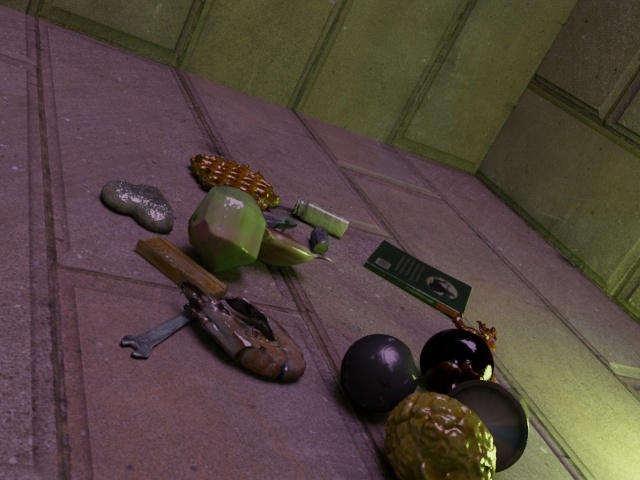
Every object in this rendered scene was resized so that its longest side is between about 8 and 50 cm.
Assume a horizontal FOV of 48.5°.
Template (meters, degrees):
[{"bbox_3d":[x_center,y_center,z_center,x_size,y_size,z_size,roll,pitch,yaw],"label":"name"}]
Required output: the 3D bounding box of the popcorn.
[{"bbox_3d":[0.266,0.438,1.507,0.237,0.205,0.252,28,4,42],"label":"popcorn"}]

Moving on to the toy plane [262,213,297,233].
[{"bbox_3d":[-0.165,-0.051,2.240,0.212,0.088,0.267,26,4,36],"label":"toy plane"}]

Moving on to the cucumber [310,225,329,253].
[{"bbox_3d":[0.000,-0.001,2.347,0.064,0.064,0.112,22,22,-15],"label":"cucumber"}]

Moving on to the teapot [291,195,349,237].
[{"bbox_3d":[0.000,-0.091,2.532,0.201,0.077,0.107,26,18,-5],"label":"teapot"}]

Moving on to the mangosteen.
[{"bbox_3d":[0.349,0.336,1.850,0.194,0.194,0.230,31,34,8],"label":"mangosteen"}]

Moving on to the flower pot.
[{"bbox_3d":[0.409,0.428,1.709,0.212,0.212,0.203,37,13,22],"label":"flower pot"}]

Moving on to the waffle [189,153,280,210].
[{"bbox_3d":[-0.295,-0.205,2.451,0.302,0.068,0.325,3,31,-47],"label":"waffle"}]

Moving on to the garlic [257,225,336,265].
[{"bbox_3d":[-0.094,0.028,2.078,0.267,0.128,0.148,16,20,-31],"label":"garlic"}]

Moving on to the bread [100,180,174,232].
[{"bbox_3d":[-0.497,-0.106,2.000,0.232,0.064,0.172,30,24,3],"label":"bread"}]

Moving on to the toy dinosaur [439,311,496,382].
[{"bbox_3d":[0.445,0.325,2.108,0.208,0.097,0.432,38,26,1],"label":"toy dinosaur"}]

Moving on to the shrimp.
[{"bbox_3d":[-0.181,0.199,1.664,0.360,0.085,0.247,36,18,2],"label":"shrimp"}]

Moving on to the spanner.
[{"bbox_3d":[-0.335,0.193,1.578,0.071,0.017,0.302,33,23,13],"label":"spanner"}]

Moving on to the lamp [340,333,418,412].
[{"bbox_3d":[0.144,0.315,1.719,0.182,0.181,0.314,31,-2,8],"label":"lamp"}]

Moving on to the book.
[{"bbox_3d":[0.347,0.134,2.489,0.371,0.043,0.260,30,24,9],"label":"book"}]

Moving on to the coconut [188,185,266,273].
[{"bbox_3d":[-0.255,-0.019,1.900,0.205,0.235,0.236,26,20,-25],"label":"coconut"}]

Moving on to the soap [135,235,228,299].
[{"bbox_3d":[-0.353,0.071,1.806,0.252,0.037,0.092,35,21,19],"label":"soap"}]
